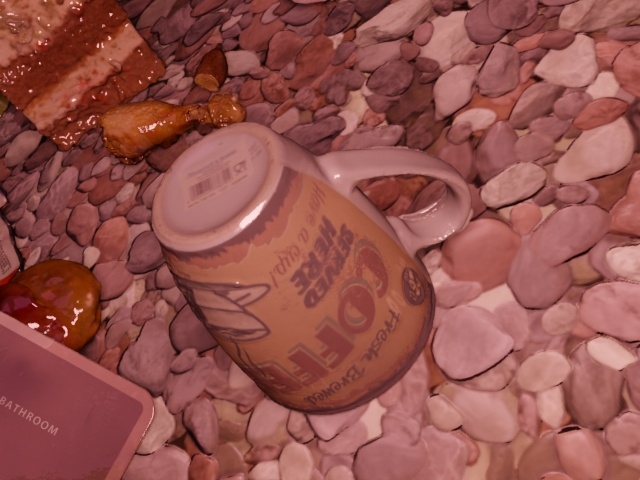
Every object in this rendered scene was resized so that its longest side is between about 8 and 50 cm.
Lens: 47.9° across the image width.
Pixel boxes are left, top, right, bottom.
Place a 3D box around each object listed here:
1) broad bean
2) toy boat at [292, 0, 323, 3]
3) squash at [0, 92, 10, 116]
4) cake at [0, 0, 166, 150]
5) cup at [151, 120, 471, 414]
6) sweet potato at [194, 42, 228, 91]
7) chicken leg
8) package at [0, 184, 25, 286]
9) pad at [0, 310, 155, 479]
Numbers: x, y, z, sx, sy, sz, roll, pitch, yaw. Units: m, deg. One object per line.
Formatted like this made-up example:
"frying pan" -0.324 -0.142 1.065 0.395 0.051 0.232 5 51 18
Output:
"broad bean" -0.380 0.123 0.929 0.156 0.122 0.228 31 80 44
"toy boat" 0.021 -0.491 1.180 0.206 0.096 0.282 -30 35 29
"squash" -0.707 -0.303 1.444 0.105 0.132 0.105 -18 50 23
"cake" -0.461 -0.356 1.230 0.255 0.290 0.282 -40 49 1
"cup" 0.000 0.000 0.695 0.301 0.257 0.227 -31 49 5
"sweet potato" -0.171 -0.283 1.158 0.049 0.049 0.117 -15 44 22
"chicken leg" -0.228 -0.180 1.092 0.251 0.087 0.107 -9 45 20
"package" -0.563 0.020 1.182 0.166 0.040 0.232 -38 53 6
"pad" -0.336 0.203 0.832 0.266 0.002 0.176 24 75 13
